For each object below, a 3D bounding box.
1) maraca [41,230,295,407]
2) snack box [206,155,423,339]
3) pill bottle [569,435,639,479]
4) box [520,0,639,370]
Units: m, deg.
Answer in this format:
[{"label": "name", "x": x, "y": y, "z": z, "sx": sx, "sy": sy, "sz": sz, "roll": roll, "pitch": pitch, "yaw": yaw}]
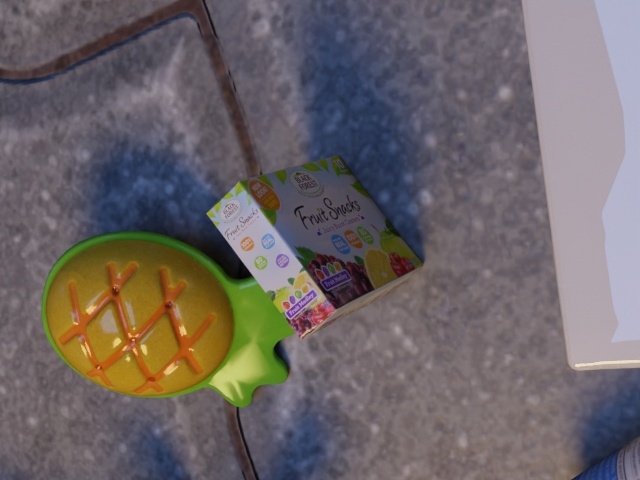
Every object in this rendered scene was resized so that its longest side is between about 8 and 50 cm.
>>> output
[{"label": "maraca", "x": -0.109, "y": 0.059, "z": 0.934, "sx": 0.185, "sy": 0.099, "sz": 0.127, "roll": 13, "pitch": 112, "yaw": -4}, {"label": "snack box", "x": 0.000, "y": 0.000, "z": 0.843, "sx": 0.037, "sy": 0.141, "sz": 0.100, "roll": -43, "pitch": 80, "yaw": 26}, {"label": "pill bottle", "x": 0.244, "y": 0.154, "z": 0.764, "sx": 0.221, "sy": 0.124, "sz": 0.124, "roll": -39, "pitch": 82, "yaw": 25}, {"label": "box", "x": 0.213, "y": -0.127, "z": 0.677, "sx": 0.168, "sy": 0.215, "sz": 0.345, "roll": -5, "pitch": 97, "yaw": 26}]
